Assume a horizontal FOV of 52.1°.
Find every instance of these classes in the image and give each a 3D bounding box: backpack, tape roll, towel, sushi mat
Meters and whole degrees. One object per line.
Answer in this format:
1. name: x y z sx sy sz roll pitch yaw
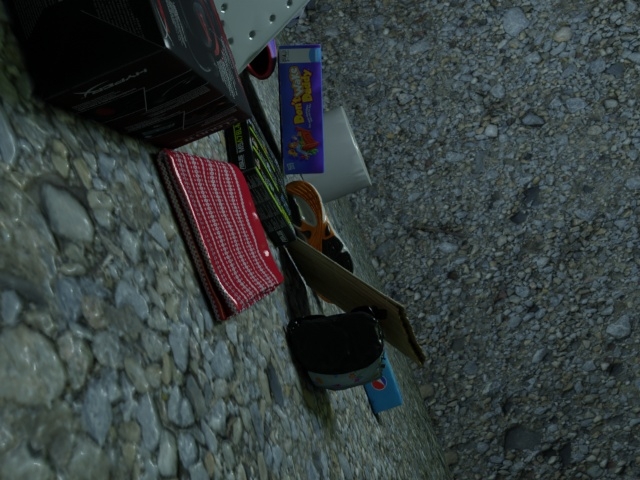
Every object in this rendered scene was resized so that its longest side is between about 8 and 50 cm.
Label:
1. backpack: 0.035 0.173 1.025 0.182 0.152 0.115 62 24 -71
2. tape roll: 0.027 -0.241 1.873 0.246 0.169 0.246 -21 90 -83
3. towel: -0.114 -0.014 0.814 0.275 0.031 0.199 -24 93 -82
4. sushi mat: 0.046 0.088 1.104 0.316 0.019 0.151 32 -23 45

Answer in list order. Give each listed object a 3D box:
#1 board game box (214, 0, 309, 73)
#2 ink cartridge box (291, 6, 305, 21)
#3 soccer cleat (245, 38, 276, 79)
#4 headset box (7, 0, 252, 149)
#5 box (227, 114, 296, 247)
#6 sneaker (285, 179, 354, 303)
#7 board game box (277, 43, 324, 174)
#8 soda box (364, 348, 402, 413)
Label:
1. board game box: -0.113 -0.447 0.834 0.050 0.390 0.390 31 -17 33
2. ink cartridge box: -0.096 -0.434 1.074 0.045 0.208 0.206 65 -30 15
3. soccer cleat: -0.170 -0.498 1.404 0.116 0.108 0.318 -106 176 -56
4. headset box: -0.173 -0.218 0.623 0.293 0.110 0.218 -2 72 -82
5. box: -0.102 -0.114 1.110 0.191 0.045 0.184 62 13 -49
6. sneaker: 0.000 0.000 1.346 0.121 0.099 0.262 -62 132 -86
7. board game box: -0.046 -0.273 1.358 0.347 0.078 0.233 -109 -163 -77
8. soda box: 0.124 0.287 1.527 0.067 0.071 0.210 -15 84 -83
